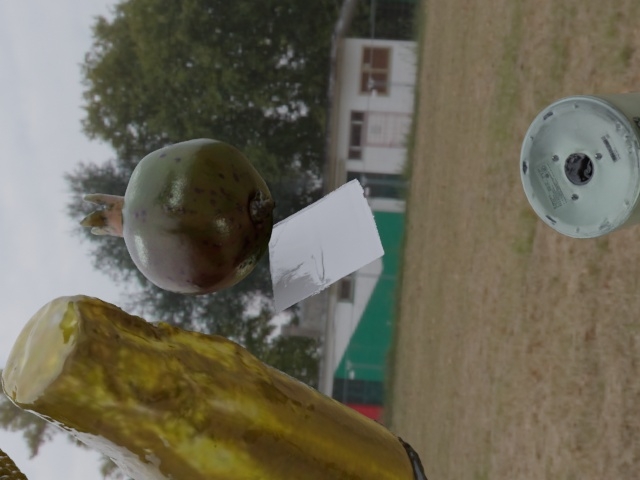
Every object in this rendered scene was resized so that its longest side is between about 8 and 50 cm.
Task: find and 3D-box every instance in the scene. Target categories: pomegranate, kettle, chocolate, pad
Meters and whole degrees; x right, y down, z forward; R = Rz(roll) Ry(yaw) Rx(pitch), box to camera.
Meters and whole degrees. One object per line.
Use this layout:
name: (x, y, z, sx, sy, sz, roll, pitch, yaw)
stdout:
pomegranate: (-0.180, -0.035, 0.907, 0.198, 0.245, 0.198, -167, 90, -84)
kettle: (0.495, -0.149, 1.098, 0.205, 0.317, 0.265, 47, 135, 39)
chocolate: (-0.066, 0.166, 0.639, 0.445, 0.162, 0.162, 44, -137, -44)
pad: (0.000, 0.000, 0.954, 0.004, 0.156, 0.232, 57, -171, -27)

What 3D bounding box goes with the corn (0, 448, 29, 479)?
corn: (-0.232, 0.230, 0.501, 0.130, 0.346, 0.130, -20, -62, -43)
